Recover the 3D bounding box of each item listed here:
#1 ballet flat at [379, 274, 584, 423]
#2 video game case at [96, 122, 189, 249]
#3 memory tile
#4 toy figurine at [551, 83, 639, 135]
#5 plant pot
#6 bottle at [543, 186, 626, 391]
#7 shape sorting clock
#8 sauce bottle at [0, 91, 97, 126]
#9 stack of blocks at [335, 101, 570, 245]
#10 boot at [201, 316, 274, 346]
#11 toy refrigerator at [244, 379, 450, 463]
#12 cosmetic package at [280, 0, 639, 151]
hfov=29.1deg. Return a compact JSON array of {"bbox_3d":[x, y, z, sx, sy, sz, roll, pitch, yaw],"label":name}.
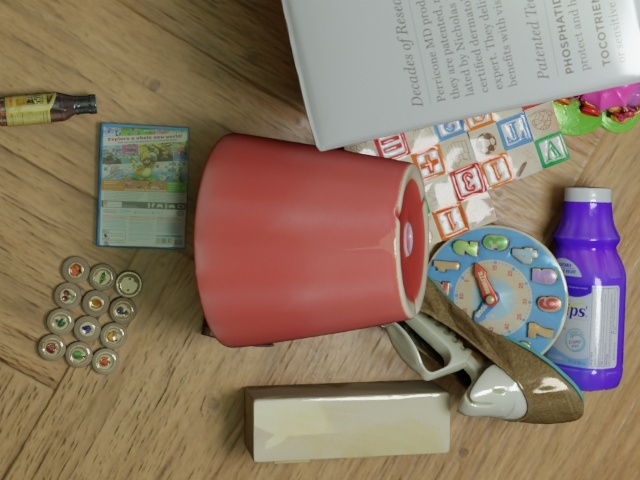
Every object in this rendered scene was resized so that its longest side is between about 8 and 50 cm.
[{"bbox_3d":[0.189,0.159,1.657,0.342,0.116,0.124,40,50,9],"label":"ballet flat"},{"bbox_3d":[-0.239,-0.072,1.663,0.119,0.015,0.166,2,94,-10],"label":"video game case"},{"bbox_3d":[-0.309,0.102,1.663,0.113,0.012,0.148,17,90,-12],"label":"memory tile"},{"bbox_3d":[0.399,-0.202,1.700,0.173,0.159,0.130,21,90,-12],"label":"toy figurine"},{"bbox_3d":[0.000,0.000,1.545,0.243,0.275,0.274,0,94,17],"label":"plant pot"},{"bbox_3d":[0.371,0.066,1.734,0.092,0.118,0.282,-1,95,-34],"label":"bottle"},{"bbox_3d":[0.241,0.081,1.718,0.206,0.040,0.206,2,96,20],"label":"shape sorting clock"},{"bbox_3d":[-0.359,-0.175,1.620,0.128,0.042,0.042,-7,95,-12],"label":"sauce bottle"},{"bbox_3d":[0.186,-0.102,1.703,0.297,0.087,0.171,-21,98,-9],"label":"stack of blocks"},{"bbox_3d":[-0.103,0.085,1.691,0.107,0.037,0.114,14,87,-14],"label":"boot"},{"bbox_3d":[0.035,0.250,1.693,0.270,0.102,0.094,0,94,-11],"label":"toy refrigerator"},{"bbox_3d":[0.165,-0.329,1.500,0.394,0.329,0.327,-12,103,10],"label":"cosmetic package"}]
